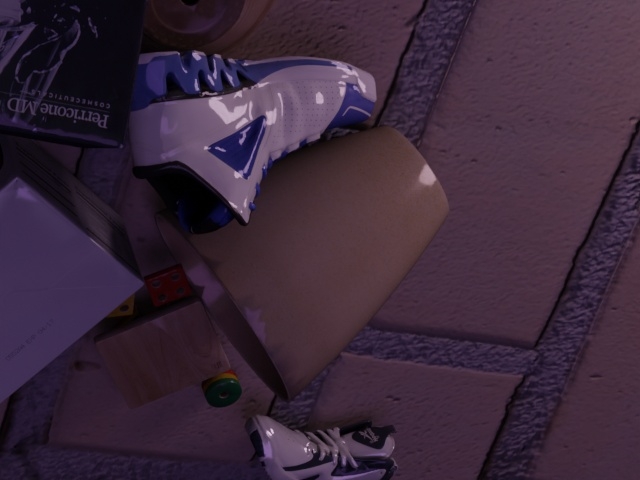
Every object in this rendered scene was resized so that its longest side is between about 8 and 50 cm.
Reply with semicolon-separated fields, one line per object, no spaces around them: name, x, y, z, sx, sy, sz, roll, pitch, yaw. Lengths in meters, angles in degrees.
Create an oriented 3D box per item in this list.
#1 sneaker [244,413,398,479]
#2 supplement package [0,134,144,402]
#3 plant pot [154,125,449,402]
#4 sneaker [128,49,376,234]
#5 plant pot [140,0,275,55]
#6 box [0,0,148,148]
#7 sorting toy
sneaker;0.016;0.262;2.101;0.153;0.094;0.235;-36;126;6
supplement package;-0.364;0.034;1.799;0.262;0.145;0.204;-39;125;9
plant pot;0.000;0.000;1.852;0.274;0.256;0.256;-35;127;-10
sneaker;-0.089;-0.099;1.730;0.315;0.127;0.182;-3;92;-43
plant pot;-0.142;-0.271;1.692;0.237;0.110;0.237;-9;124;-13
box;-0.330;-0.261;1.493;0.343;0.179;0.312;9;91;-18
sorting toy;-0.192;0.117;1.959;0.132;0.046;0.274;-22;137;-2
